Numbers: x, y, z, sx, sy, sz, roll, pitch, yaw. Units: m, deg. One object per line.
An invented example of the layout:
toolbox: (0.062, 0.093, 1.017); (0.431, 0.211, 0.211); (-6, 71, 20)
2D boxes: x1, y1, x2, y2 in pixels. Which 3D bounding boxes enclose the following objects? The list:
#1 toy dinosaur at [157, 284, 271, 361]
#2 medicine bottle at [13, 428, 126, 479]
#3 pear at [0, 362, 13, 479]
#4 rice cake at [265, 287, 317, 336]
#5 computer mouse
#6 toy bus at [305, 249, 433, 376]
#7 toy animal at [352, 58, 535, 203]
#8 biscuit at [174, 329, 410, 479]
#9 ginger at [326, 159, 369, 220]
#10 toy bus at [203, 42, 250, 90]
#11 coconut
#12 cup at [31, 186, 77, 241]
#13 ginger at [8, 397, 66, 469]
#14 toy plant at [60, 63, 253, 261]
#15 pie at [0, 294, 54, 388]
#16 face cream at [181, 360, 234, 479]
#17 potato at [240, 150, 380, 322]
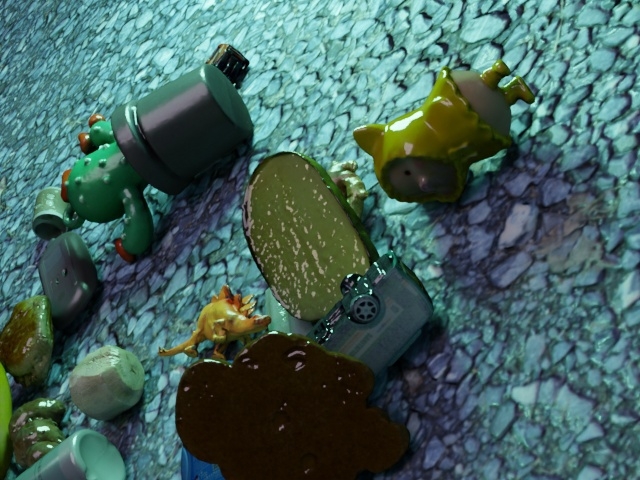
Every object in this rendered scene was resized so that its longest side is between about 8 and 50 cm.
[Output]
toy dinosaur: (-0.150, 0.121, 1.729); (0.288, 0.070, 0.117); (-17, 45, 54)
medicine bottle: (-0.450, 0.421, 1.767); (0.352, 0.110, 0.110); (-38, 35, 20)
pear: (-0.646, 0.339, 1.971); (0.285, 0.285, 0.336); (-12, 20, 45)
rice cake: (-0.034, 0.132, 1.604); (0.085, 0.040, 0.226); (-38, 35, 22)
computer mouse: (-0.470, 0.076, 2.174); (0.120, 0.057, 0.232); (-47, 38, 11)
toy bus: (0.030, 0.135, 1.456); (0.261, 0.109, 0.091); (-48, 13, 10)
toy animal: (0.168, -0.147, 1.532); (0.230, 0.156, 0.156); (-34, 37, 22)
biscuit: (-0.035, 0.214, 1.394); (0.290, 0.041, 0.208); (11, 95, 12)
ginger: (-0.006, -0.041, 1.729); (0.193, 0.052, 0.176); (15, 75, 42)
toy bus: (-0.229, -0.266, 2.208); (0.235, 0.073, 0.096); (-52, 24, -2)
coconut: (-0.340, 0.226, 1.829); (0.124, 0.110, 0.110); (-27, 40, 23)
cup: (-0.539, -0.065, 2.379); (0.102, 0.074, 0.099); (-37, 35, 21)
ginger: (-0.452, 0.327, 1.888); (0.104, 0.080, 0.204); (-37, 31, -1)
toy plant: (-0.315, -0.139, 2.074); (0.400, 0.279, 0.185); (-31, -2, 18)
pie: (-0.523, 0.174, 2.091); (0.193, 0.079, 0.163); (20, 91, 60)
face cream: (-0.122, 0.265, 1.542); (0.149, 0.083, 0.264); (-31, 37, 16)
potato: (0.000, 0.000, 1.607); (0.160, 0.111, 0.271); (-48, 57, 23)
